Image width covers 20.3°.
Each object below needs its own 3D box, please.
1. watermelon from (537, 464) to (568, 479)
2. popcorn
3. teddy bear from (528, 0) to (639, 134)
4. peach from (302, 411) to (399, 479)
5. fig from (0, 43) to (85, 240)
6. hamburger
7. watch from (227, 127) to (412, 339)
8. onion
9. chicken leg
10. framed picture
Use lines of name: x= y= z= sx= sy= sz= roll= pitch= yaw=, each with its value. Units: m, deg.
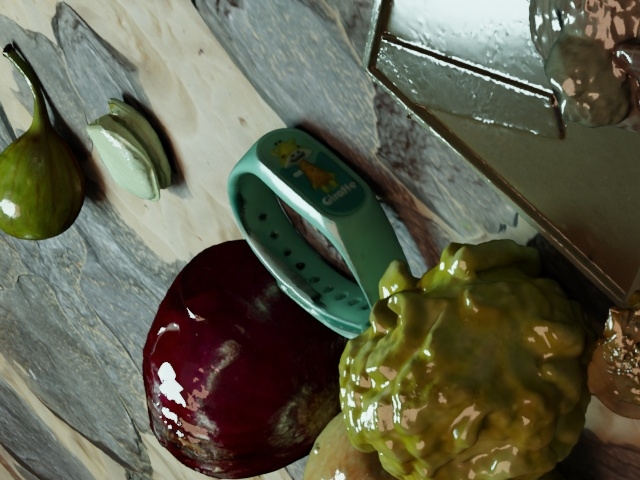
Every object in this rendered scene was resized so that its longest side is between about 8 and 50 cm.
watermelon: x=0.184 y=0.211 z=1.593 sx=0.092 sy=0.075 sz=0.181 roll=10 pitch=164 yaw=41
popcorn: x=0.120 y=0.097 z=1.465 sx=0.181 sy=0.216 sz=0.235 roll=27 pitch=130 yaw=-24
teddy bear: x=0.231 y=-0.123 z=1.060 sx=0.267 sy=0.151 sz=0.236 roll=19 pitch=143 yaw=44
peach: x=0.079 y=0.257 z=1.703 sx=0.232 sy=0.232 sz=0.232 roll=40 pitch=151 yaw=28
fig: x=-0.344 y=-0.118 z=2.138 sx=0.124 sy=0.124 sz=0.236 roll=11 pitch=106 yaw=56
hamburger: x=-0.199 y=-0.090 z=1.953 sx=0.084 sy=0.054 sz=0.121 roll=26 pitch=145 yaw=39
watch: x=0.000 y=0.000 z=1.696 sx=0.237 sy=0.068 sz=0.195 roll=39 pitch=151 yaw=32
onion: x=-0.089 y=0.125 z=1.852 sx=0.216 sy=0.207 sz=0.206 roll=32 pitch=150 yaw=29
chicken leg: x=0.280 y=0.081 z=1.309 sx=0.207 sy=0.085 sz=0.101 roll=-10 pitch=101 yaw=53
framed picture: x=0.154 y=-0.106 z=1.358 sx=0.315 sy=0.024 sz=0.232 roll=44 pitch=152 yaw=19
